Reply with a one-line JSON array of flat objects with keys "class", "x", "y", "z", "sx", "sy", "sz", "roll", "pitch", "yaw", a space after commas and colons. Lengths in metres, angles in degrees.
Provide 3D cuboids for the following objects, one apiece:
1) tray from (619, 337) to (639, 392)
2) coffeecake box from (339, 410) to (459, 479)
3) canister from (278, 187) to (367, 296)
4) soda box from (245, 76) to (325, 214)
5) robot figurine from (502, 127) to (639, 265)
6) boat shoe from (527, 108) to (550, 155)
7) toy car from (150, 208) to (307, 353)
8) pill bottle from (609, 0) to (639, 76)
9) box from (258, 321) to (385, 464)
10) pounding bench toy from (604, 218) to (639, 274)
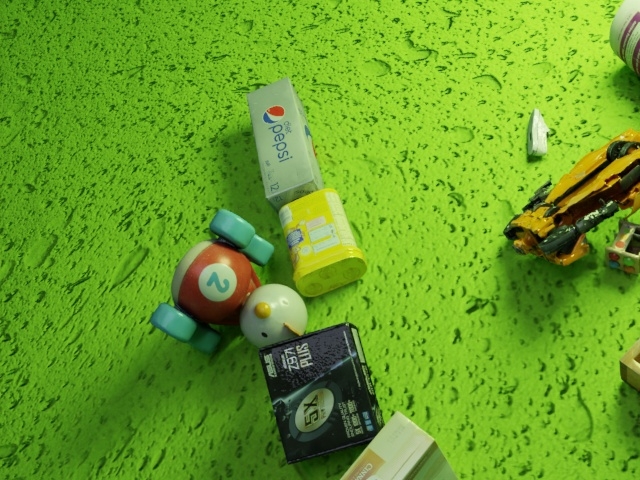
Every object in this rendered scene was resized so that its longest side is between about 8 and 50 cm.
[{"class": "tray", "x": 0.631, "y": 0.097, "z": 1.119, "sx": 0.411, "sy": 0.076, "sz": 0.203, "roll": -43, "pitch": 53, "yaw": -10}, {"class": "coffeecake box", "x": 0.104, "y": 0.333, "z": 1.095, "sx": 0.068, "sy": 0.185, "sz": 0.142, "roll": 34, "pitch": 74, "yaw": 35}, {"class": "canister", "x": 0.000, "y": 0.000, "z": 1.433, "sx": 0.126, "sy": 0.073, "sz": 0.169, "roll": -22, "pitch": 51, "yaw": 6}, {"class": "soda box", "x": -0.066, "y": -0.178, "z": 1.566, "sx": 0.098, "sy": 0.091, "sz": 0.286, "roll": -21, "pitch": 52, "yaw": 9}, {"class": "robot figurine", "x": 0.424, "y": -0.064, "z": 1.266, "sx": 0.291, "sy": 0.085, "sz": 0.211, "roll": -39, "pitch": 14, "yaw": -2}, {"class": "boat shoe", "x": 0.387, "y": -0.190, "z": 1.436, "sx": 0.035, "sy": 0.035, "sz": 0.100, "roll": 12, "pitch": 55, "yaw": -3}, {"class": "toy car", "x": -0.108, "y": 0.108, "z": 1.337, "sx": 0.238, "sy": 0.210, "sz": 0.219, "roll": 27, "pitch": 81, "yaw": 20}, {"class": "pill bottle", "x": 0.626, "y": -0.291, "z": 1.322, "sx": 0.169, "sy": 0.169, "sz": 0.301, "roll": -29, "pitch": 52, "yaw": 1}, {"class": "box", "x": 0.004, "y": 0.230, "z": 1.234, "sx": 0.148, "sy": 0.077, "sz": 0.180, "roll": -18, "pitch": 77, "yaw": 10}, {"class": "pounding bench toy", "x": 0.485, "y": 0.018, "z": 1.241, "sx": 0.083, "sy": 0.052, "sz": 0.065, "roll": 20, "pitch": 67, "yaw": 31}]
